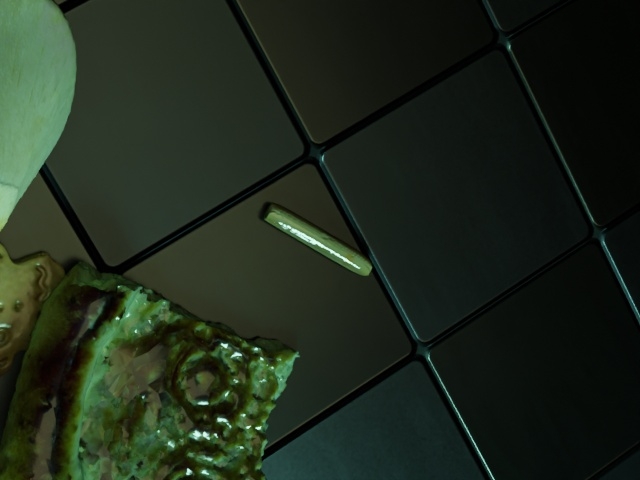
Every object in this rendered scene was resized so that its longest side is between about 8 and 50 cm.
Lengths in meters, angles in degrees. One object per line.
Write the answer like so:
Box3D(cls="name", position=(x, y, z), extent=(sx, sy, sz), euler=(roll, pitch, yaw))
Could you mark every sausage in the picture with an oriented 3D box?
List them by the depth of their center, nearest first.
Box3D(cls="sausage", position=(0.000, 0.000, 1.276), extent=(0.132, 0.024, 0.024), euler=(30, 85, -17))

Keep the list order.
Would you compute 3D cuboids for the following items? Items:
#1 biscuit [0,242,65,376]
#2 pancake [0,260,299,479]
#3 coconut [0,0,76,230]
Box3D(cls="biscuit", position=(-0.334, 0.063, 1.169), extent=(0.184, 0.027, 0.133), euler=(9, 93, -19))
Box3D(cls="pancake", position=(-0.163, 0.242, 1.187), extent=(0.305, 0.067, 0.426), euler=(9, 81, -25))
Box3D(cls="coconut", position=(-0.366, -0.133, 1.000), extent=(0.353, 0.353, 0.352), euler=(-2, 95, -18))
